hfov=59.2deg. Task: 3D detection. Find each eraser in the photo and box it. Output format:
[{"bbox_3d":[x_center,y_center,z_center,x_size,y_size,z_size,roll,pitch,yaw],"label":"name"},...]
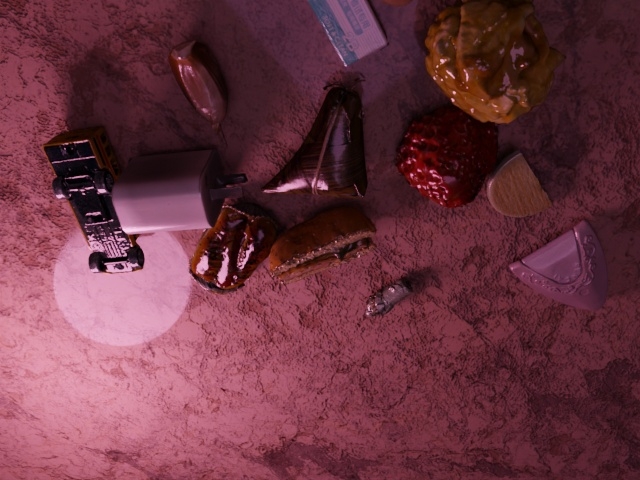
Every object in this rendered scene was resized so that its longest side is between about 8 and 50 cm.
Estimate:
[{"bbox_3d":[0.034,-0.441,1.034,0.095,0.052,0.225,-24,120,21],"label":"eraser"},{"bbox_3d":[0.609,0.088,1.350,0.204,0.059,0.243,-38,110,25],"label":"eraser"}]

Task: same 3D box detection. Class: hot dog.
[{"bbox_3d":[-0.211,0.024,1.344,0.162,0.082,0.270,29,122,-14],"label":"hot dog"}]

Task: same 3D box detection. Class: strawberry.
[{"bbox_3d":[0.277,-0.151,1.146,0.233,0.178,0.234,-1,129,-1],"label":"strawberry"}]

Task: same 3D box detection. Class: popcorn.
[{"bbox_3d":[0.307,-0.333,0.996,0.225,0.249,0.249,-42,114,7],"label":"popcorn"}]

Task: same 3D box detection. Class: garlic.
[{"bbox_3d":[-0.229,-0.292,1.103,0.090,0.129,0.198,-19,119,-3],"label":"garlic"}]

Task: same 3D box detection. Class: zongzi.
[{"bbox_3d":[-0.025,-0.204,1.171,0.240,0.111,0.248,1,119,10],"label":"zongzi"}]

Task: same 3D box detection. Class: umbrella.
[{"bbox_3d":[0.168,0.147,1.422,0.067,0.062,0.143,17,128,-45],"label":"umbrella"}]

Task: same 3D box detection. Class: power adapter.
[{"bbox_3d":[-0.283,-0.107,1.196,0.254,0.187,0.124,-4,124,5],"label":"power adapter"}]

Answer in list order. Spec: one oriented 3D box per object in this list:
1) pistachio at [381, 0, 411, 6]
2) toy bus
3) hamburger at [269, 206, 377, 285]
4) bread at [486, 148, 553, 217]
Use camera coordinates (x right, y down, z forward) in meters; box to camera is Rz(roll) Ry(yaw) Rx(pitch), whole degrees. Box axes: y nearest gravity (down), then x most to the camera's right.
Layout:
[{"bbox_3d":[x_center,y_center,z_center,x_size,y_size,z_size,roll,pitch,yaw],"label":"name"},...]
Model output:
[{"bbox_3d":[0.104,-0.508,0.949,0.135,0.136,0.226,-26,113,19],"label":"pistachio"},{"bbox_3d":[-0.491,-0.081,1.263,0.121,0.123,0.336,-7,123,6],"label":"toy bus"},{"bbox_3d":[0.000,0.000,1.287,0.261,0.131,0.124,-21,155,10],"label":"hamburger"},{"bbox_3d":[0.421,-0.111,1.232,0.112,0.036,0.193,-33,127,20],"label":"bread"}]
